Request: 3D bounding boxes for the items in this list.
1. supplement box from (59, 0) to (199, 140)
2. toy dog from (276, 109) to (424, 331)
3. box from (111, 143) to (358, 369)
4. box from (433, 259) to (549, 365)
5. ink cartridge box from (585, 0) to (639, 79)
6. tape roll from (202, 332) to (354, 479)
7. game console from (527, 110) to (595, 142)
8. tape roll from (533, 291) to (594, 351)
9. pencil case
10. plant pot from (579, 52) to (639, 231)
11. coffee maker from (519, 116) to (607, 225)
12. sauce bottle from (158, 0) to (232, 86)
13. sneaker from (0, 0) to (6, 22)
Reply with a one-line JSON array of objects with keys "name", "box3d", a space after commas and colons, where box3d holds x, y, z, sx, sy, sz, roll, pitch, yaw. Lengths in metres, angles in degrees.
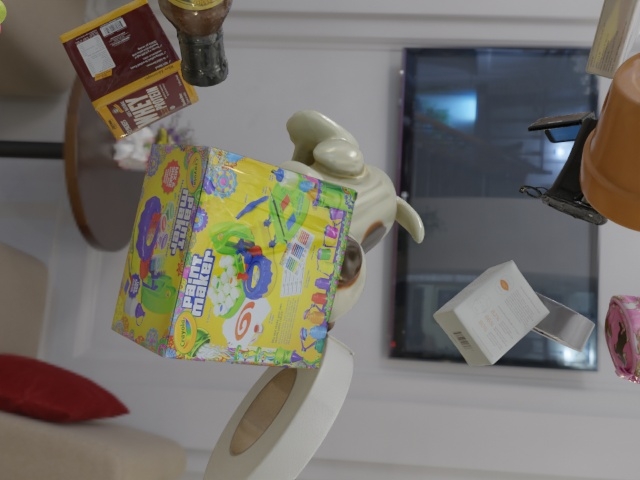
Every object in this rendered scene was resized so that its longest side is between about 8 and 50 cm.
[{"name": "supplement box", "box3d": [-0.382, -0.344, 1.456, 0.194, 0.191, 0.129, 60, -7, 18]}, {"name": "toy dog", "box3d": [0.000, 0.000, 1.460, 0.284, 0.395, 0.408, -54, -169, 37]}, {"name": "box", "box3d": [-0.127, 0.028, 1.099, 0.279, 0.177, 0.290, 14, 89, -40]}, {"name": "box", "box3d": [0.333, 0.143, 1.412, 0.130, 0.170, 0.091, 55, -21, 0]}, {"name": "ink cartridge box", "box3d": [0.602, -0.497, 1.358, 0.261, 0.066, 0.296, -52, 154, -31]}, {"name": "tape roll", "box3d": [-0.084, 0.348, 1.405, 0.392, 0.072, 0.392, -49, -169, 13]}, {"name": "game console", "box3d": [0.520, -0.229, 1.533, 0.107, 0.122, 0.071, -33, 112, -43]}, {"name": "tape roll", "box3d": [0.510, 0.175, 1.660, 0.072, 0.219, 0.219, -63, 174, -2]}, {"name": "pencil case", "box3d": [0.727, 0.168, 1.334, 0.167, 0.386, 0.160, -89, 174, -60]}, {"name": "plant pot", "box3d": [0.569, -0.175, 1.154, 0.291, 0.291, 0.203, -82, 162, -45]}, {"name": "coffee maker", "box3d": [0.511, -0.144, 1.402, 0.178, 0.171, 0.120, -64, 179, -5]}, {"name": "sauce bottle", "box3d": [-0.171, -0.371, 0.964, 0.111, 0.111, 0.344, -82, 173, -45]}, {"name": "sneaker", "box3d": [-0.540, -0.348, 1.135, 0.081, 0.094, 0.208, -58, -173, 16]}]
